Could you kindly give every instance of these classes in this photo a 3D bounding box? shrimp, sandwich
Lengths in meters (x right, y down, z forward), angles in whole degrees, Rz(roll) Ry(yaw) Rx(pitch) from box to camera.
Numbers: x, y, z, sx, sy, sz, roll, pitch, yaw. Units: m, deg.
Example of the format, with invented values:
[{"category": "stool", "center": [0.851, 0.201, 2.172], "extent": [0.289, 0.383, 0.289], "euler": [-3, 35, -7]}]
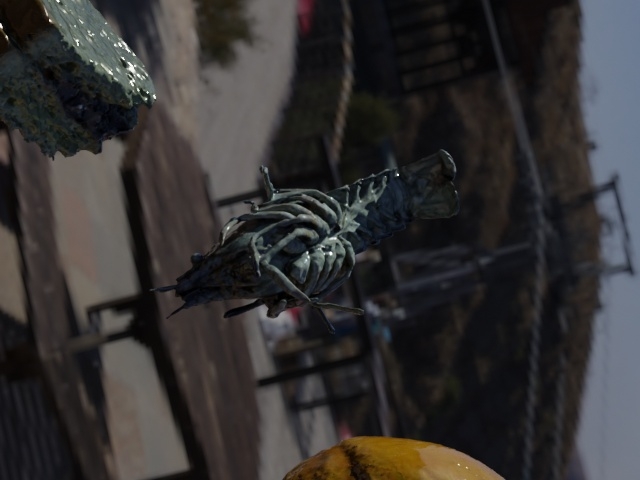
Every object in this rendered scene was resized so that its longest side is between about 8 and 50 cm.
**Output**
[{"category": "shrimp", "center": [-0.005, 0.001, 1.830], "extent": [0.410, 0.166, 0.221], "euler": [-28, 104, -43]}, {"category": "sandwich", "center": [-0.311, -0.226, 1.692], "extent": [0.262, 0.131, 0.325], "euler": [57, 7, 25]}]

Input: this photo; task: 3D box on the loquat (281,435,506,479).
[{"category": "loquat", "center": [0.070, 0.313, 1.367], "extent": [0.284, 0.276, 0.276], "euler": [41, 32, -52]}]
